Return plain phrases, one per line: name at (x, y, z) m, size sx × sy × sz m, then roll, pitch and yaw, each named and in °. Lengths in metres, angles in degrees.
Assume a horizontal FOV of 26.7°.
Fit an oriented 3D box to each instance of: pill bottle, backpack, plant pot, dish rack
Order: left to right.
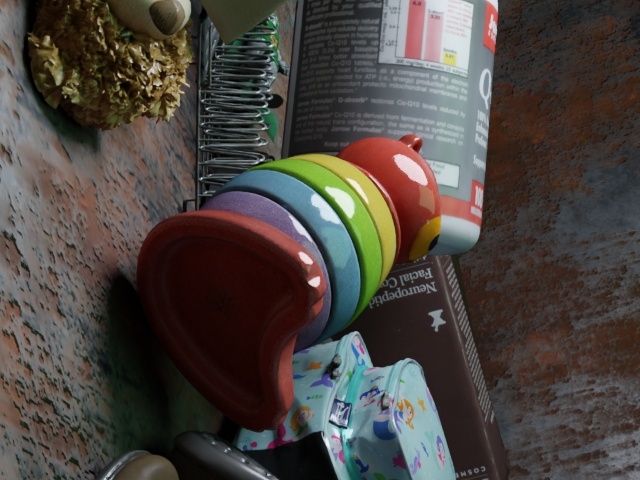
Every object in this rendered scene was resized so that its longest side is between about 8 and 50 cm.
dish rack at (-0.078, -0.119, 1.236) m, size 0.208 × 0.074 × 0.271 m, roll -86°, pitch 180°, yaw -62°
plant pot at (-0.055, -0.238, 1.060) m, size 0.109 × 0.096 × 0.109 m, roll 60°, pitch 14°, yaw -29°
backpack at (0.022, 0.207, 1.235) m, size 0.253 × 0.191 × 0.225 m, roll -90°, pitch 162°, yaw -67°
pill bottle at (0.073, -0.175, 1.382) m, size 0.210 × 0.210 × 0.363 m, roll 27°, pitch 67°, yaw -75°

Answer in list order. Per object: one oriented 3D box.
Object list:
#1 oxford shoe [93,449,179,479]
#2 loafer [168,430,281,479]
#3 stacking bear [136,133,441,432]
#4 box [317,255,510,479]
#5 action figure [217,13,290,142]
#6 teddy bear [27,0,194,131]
oxford shoe at (-0.104, 0.206, 0.829) m, size 0.227 × 0.096 × 0.083 m, roll -87°, pitch 157°, yaw -61°
loafer at (-0.015, 0.299, 1.038) m, size 0.366 × 0.130 × 0.134 m, roll 54°, pitch -15°, yaw -22°
stacking bear at (0.000, 0.000, 1.126) m, size 0.289 × 0.164 × 0.175 m, roll -33°, pitch 148°, yaw -47°
box at (0.078, 0.127, 1.563) m, size 0.143 × 0.191 × 0.381 m, roll -37°, pitch 111°, yaw -77°
action figure at (-0.072, -0.226, 1.615) m, size 0.232 × 0.063 × 0.137 m, roll -91°, pitch 159°, yaw -61°
teddy bear at (-0.171, -0.258, 1.046) m, size 0.245 × 0.113 × 0.338 m, roll 54°, pitch 24°, yaw -56°
